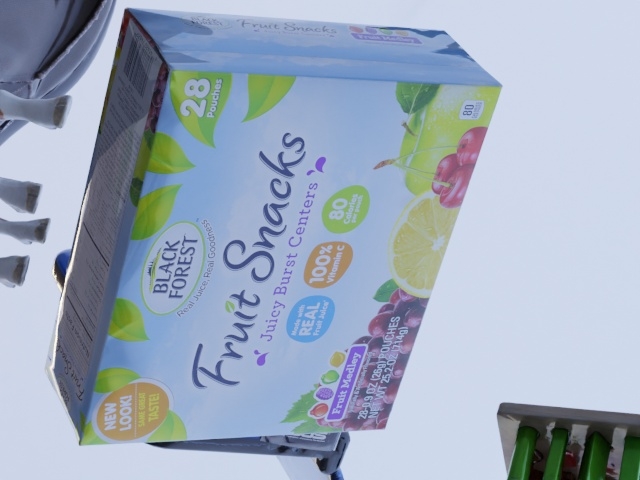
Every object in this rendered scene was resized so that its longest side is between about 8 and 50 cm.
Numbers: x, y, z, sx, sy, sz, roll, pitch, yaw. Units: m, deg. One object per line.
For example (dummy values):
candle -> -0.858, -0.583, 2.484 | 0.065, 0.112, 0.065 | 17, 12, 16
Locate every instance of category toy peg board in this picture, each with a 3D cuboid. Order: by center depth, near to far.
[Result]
toy peg board -> 0.254, 0.245, 1.664 | 0.161, 0.161, 0.079 | 4, -135, 19

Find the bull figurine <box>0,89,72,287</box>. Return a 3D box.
bull figurine -> -0.276, -0.058, 1.156 | 0.310, 0.188, 0.101 | 117, -10, -65

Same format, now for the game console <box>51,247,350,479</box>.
game console -> -0.091, 0.151, 1.413 | 0.293, 0.250, 0.173 | 51, -51, 55

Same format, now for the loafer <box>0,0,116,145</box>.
loafer -> -0.270, -0.156, 1.385 | 0.366, 0.133, 0.130 | -60, -178, -31

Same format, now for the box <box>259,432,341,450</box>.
box -> 0.000, 0.000, 1.181 | 0.231, 0.056, 0.183 | -97, -159, -50

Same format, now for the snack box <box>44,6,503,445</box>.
snack box -> -0.027, -0.003, 0.825 | 0.070, 0.174, 0.207 | 53, -46, 49
